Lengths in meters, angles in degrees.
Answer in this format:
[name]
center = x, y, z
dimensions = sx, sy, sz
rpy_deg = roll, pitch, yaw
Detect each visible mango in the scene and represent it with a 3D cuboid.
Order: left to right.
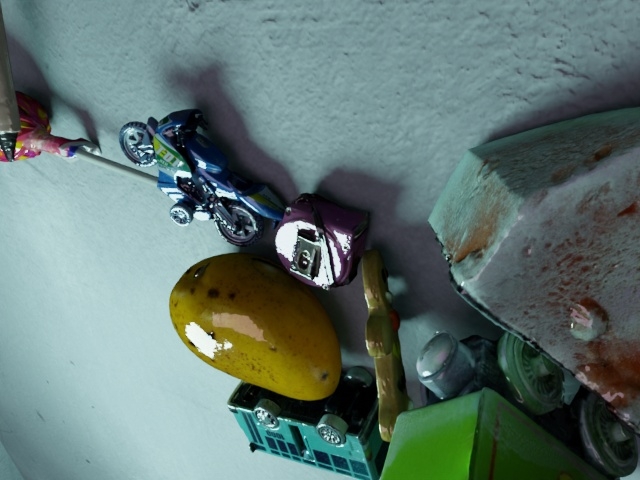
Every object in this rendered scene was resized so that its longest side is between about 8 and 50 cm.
[mango]
center = -0.088, 0.127, 0.793
dimensions = 0.290, 0.160, 0.191
rpy_deg = 34, 124, 5

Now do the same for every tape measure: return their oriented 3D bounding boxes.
[tape measure]
center = 0.000, 0.000, 0.699
dimensions = 0.118, 0.074, 0.125
rpy_deg = 21, 127, 22

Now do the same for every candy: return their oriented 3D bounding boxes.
[candy]
center = -0.413, -0.151, 0.861
dimensions = 0.365, 0.124, 0.124
rpy_deg = 19, 129, 14

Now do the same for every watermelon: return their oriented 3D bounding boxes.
[watermelon]
center = 0.222, 0.010, 0.444
dimensions = 0.320, 0.213, 0.289
rpy_deg = 62, 145, 23

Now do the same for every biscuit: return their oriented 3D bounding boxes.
[biscuit]
center = 0.088, 0.130, 0.678
dimensions = 0.035, 0.158, 0.240
rpy_deg = -8, 91, 12

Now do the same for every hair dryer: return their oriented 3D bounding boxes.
[hair dryer]
center = -0.497, -0.287, 0.771
dimensions = 0.189, 0.106, 0.344
rpy_deg = 10, 109, 29

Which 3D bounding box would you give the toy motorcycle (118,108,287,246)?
[toy motorcycle]
center = -0.162, -0.094, 0.737
dimensions = 0.254, 0.092, 0.135
rpy_deg = 40, 125, -8

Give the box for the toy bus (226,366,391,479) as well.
[toy bus]
center = -0.011, 0.291, 0.869
dimensions = 0.256, 0.128, 0.147
rpy_deg = 2, 122, 31

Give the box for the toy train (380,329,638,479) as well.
[toy train]
center = 0.223, 0.252, 0.587
dimensions = 0.307, 0.249, 0.173
rpy_deg = 39, 136, -14
